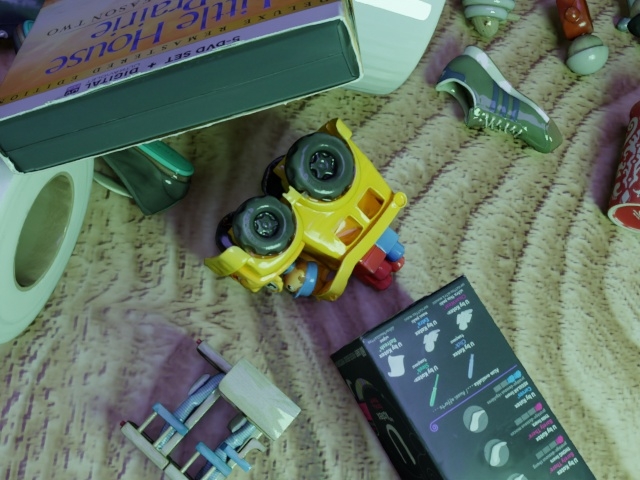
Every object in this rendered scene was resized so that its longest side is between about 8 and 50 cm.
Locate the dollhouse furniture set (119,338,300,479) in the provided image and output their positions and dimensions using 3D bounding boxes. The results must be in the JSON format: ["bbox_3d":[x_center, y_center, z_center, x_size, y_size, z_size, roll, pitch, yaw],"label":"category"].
[{"bbox_3d":[-0.120,0.183,0.654,0.129,0.184,0.129,41,71,4],"label":"dollhouse furniture set"}]

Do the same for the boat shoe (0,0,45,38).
[{"bbox_3d":[-0.322,-0.305,0.824,0.302,0.091,0.114,2,41,-7],"label":"boat shoe"}]

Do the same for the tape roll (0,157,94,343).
[{"bbox_3d":[-0.360,-0.035,0.650,0.169,0.246,0.246,19,71,-4],"label":"tape roll"}]

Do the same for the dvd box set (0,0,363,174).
[{"bbox_3d":[-0.127,-0.256,0.628,0.307,0.062,0.420,-13,46,12],"label":"dvd box set"}]

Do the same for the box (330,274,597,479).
[{"bbox_3d":[0.149,0.201,0.704,0.143,0.165,0.270,-28,79,-17],"label":"box"}]

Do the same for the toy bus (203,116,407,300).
[{"bbox_3d":[0.000,0.000,0.767,0.211,0.149,0.220,44,73,-12],"label":"toy bus"}]

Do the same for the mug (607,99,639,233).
[{"bbox_3d":[0.485,-0.093,0.884,0.150,0.113,0.169,25,74,0],"label":"mug"}]

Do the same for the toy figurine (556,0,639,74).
[{"bbox_3d":[0.463,-0.338,0.903,0.209,0.213,0.148,-12,85,-16],"label":"toy figurine"}]

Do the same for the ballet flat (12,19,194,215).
[{"bbox_3d":[-0.281,-0.136,0.770,0.280,0.095,0.096,44,108,0],"label":"ballet flat"}]

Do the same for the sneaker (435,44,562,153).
[{"bbox_3d":[0.241,-0.179,0.896,0.086,0.064,0.192,-40,83,-11],"label":"sneaker"}]

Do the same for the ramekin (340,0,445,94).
[{"bbox_3d":[0.060,-0.318,0.799,0.135,0.277,0.277,12,71,-13],"label":"ramekin"}]

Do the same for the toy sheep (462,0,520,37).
[{"bbox_3d":[0.252,-0.366,0.938,0.091,0.091,0.132,4,97,-9],"label":"toy sheep"}]
